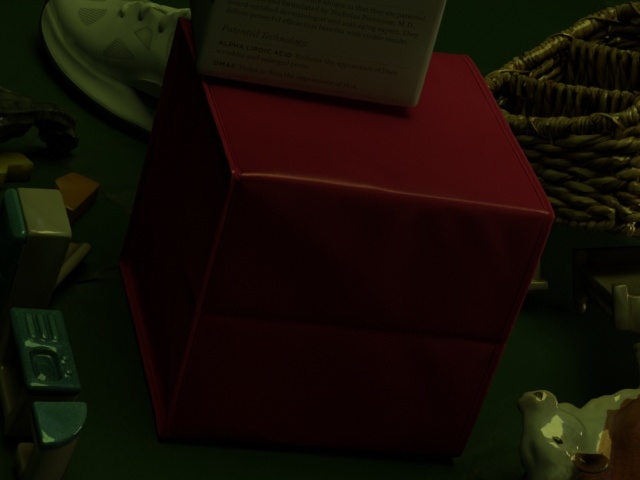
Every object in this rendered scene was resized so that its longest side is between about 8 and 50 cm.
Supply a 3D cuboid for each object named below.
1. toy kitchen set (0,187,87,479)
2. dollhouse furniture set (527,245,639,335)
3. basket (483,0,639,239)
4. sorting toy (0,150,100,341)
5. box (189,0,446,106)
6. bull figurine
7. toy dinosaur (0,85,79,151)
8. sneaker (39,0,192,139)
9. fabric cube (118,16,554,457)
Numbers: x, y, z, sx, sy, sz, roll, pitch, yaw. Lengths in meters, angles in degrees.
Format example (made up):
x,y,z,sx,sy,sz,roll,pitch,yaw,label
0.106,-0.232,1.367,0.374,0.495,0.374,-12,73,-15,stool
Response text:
x,y,z,sx,sy,sz,roll,pitch,yaw,label
-0.262,0.071,1.427,0.166,0.122,0.207,3,43,-25,toy kitchen set
0.349,0.111,1.737,0.356,0.173,0.303,-3,9,-2,dollhouse furniture set
0.273,-0.128,1.897,0.213,0.223,0.299,3,9,-23,basket
-0.313,-0.018,1.658,0.229,0.041,0.307,23,30,7,sorting toy
-0.006,-0.207,1.557,0.182,0.119,0.181,9,29,-12,box
0.306,0.177,1.603,0.310,0.101,0.188,27,59,0,bull figurine
-0.326,-0.112,1.747,0.118,0.064,0.268,2,3,30,toy dinosaur
-0.088,-0.206,1.880,0.169,0.257,0.447,-14,43,-43,sneaker
0.000,0.000,1.593,0.258,0.259,0.254,5,33,-19,fabric cube
